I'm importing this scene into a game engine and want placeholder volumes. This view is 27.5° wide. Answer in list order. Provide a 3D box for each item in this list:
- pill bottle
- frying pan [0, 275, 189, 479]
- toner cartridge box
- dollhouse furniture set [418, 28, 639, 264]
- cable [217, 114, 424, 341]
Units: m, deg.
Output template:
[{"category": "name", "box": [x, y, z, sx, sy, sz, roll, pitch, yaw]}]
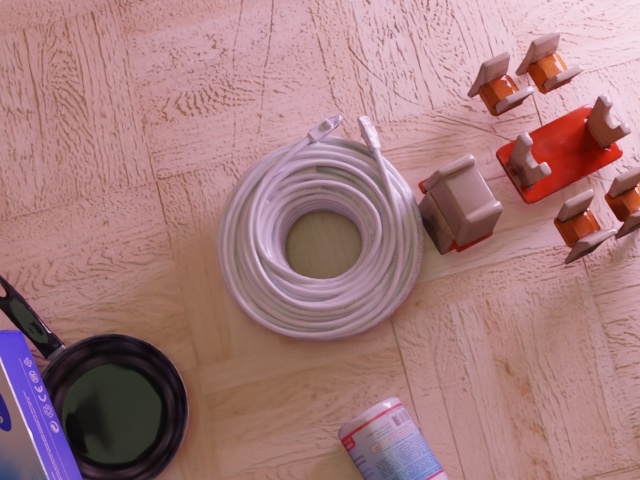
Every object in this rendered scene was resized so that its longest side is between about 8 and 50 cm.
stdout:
[{"category": "pill bottle", "box": [0.096, 0.274, 1.558, 0.087, 0.087, 0.160, -31, 77, -4]}, {"category": "frying pan", "box": [-0.316, 0.188, 1.618, 0.326, 0.053, 0.197, 24, 80, 10]}, {"category": "toner cartridge box", "box": [-0.375, 0.296, 1.559, 0.165, 0.075, 0.348, -30, 77, 16]}, {"category": "dollhouse furniture set", "box": [0.254, -0.087, 1.630, 0.259, 0.135, 0.262, -26, 77, -14]}, {"category": "cable", "box": [0.000, 0.000, 1.624, 0.257, 0.089, 0.257, -28, 78, -2]}]
